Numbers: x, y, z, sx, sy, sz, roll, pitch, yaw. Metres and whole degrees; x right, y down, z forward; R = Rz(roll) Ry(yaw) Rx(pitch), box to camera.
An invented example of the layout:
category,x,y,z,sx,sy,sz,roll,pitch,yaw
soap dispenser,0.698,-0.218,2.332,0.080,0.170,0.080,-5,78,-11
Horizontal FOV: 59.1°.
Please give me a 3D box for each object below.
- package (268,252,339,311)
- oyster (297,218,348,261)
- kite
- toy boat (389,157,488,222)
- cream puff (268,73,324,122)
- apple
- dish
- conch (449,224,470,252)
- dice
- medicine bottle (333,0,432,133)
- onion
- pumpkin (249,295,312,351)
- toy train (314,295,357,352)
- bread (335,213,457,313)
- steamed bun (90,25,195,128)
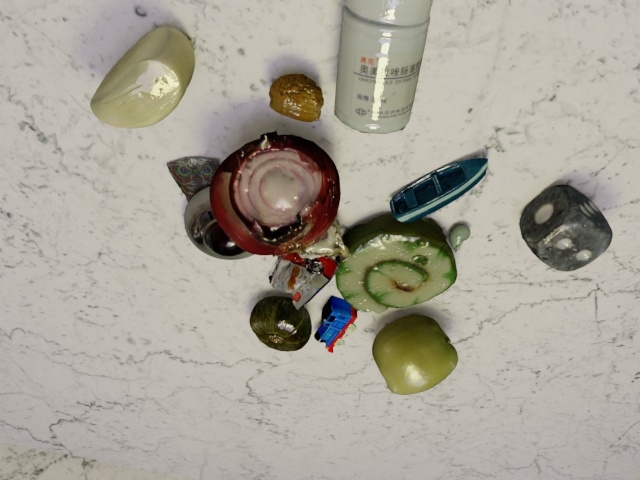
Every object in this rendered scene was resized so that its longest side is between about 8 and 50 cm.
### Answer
category,x,y,z,sx,sy,sz,roll,pitch,yaw
package,-0.060,0.100,1.782,0.194,0.071,0.270,36,121,9
oyster,0.000,0.000,1.658,0.163,0.191,0.081,-40,167,-9
kite,-0.347,-0.125,1.663,0.152,0.015,0.286,-1,131,6
toy boat,0.336,-0.143,1.579,0.299,0.096,0.061,-28,136,21
cream puff,-0.057,-0.352,1.379,0.143,0.126,0.103,11,116,-20
apple,0.312,0.376,1.938,0.257,0.295,0.234,-35,86,8
dish,-0.268,-0.021,1.659,0.273,0.134,0.274,-3,131,-4
conch,0.417,-0.009,1.714,0.056,0.085,0.076,37,166,19
dice,0.693,-0.034,1.606,0.183,0.182,0.181,28,128,-20
medicine bottle,0.136,-0.428,1.261,0.189,0.190,0.332,3,132,-2
onion,-0.107,-0.107,1.481,0.340,0.341,0.342,1,132,1
pumpkin,-0.132,0.282,1.928,0.223,0.157,0.224,14,138,13
toy train,0.049,0.295,1.984,0.130,0.083,0.204,20,127,-16
bread,0.225,0.091,1.764,0.365,0.129,0.382,18,130,-14
steamed bun,-0.403,-0.363,1.325,0.250,0.200,0.154,-30,126,28
